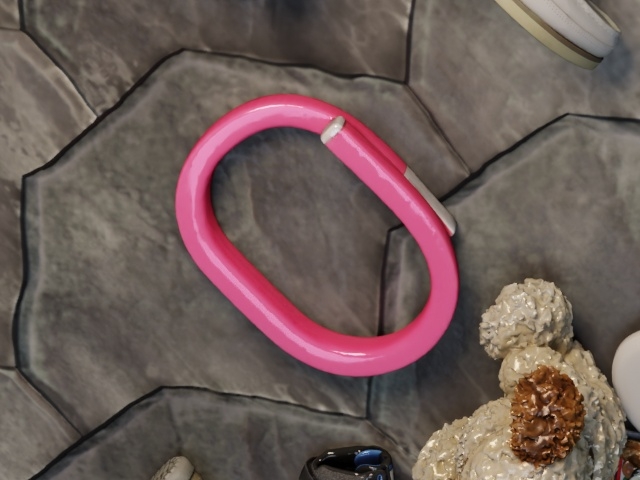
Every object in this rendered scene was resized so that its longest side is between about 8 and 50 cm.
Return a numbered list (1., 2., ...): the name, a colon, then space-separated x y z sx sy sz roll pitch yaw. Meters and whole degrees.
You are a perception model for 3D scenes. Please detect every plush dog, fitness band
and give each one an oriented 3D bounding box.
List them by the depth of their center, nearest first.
1. plush dog: 0.189 0.198 1.327 0.210 0.225 0.262 29 116 14
2. fitness band: 0.000 0.000 1.382 0.209 0.054 0.291 -40 102 22

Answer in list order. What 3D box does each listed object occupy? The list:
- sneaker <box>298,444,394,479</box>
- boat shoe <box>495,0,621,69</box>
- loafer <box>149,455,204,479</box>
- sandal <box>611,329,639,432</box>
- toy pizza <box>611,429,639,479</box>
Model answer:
1. sneaker: 0.079 0.272 1.477 0.217 0.079 0.121 15 116 2
2. boat shoe: 0.152 -0.251 1.192 0.302 0.113 0.103 35 106 -32
3. loafer: -0.190 0.332 1.533 0.087 0.094 0.251 39 113 -5
4. sandal: 0.475 0.158 1.360 0.416 0.102 0.169 11 119 19
5. toy pizza: 0.286 0.277 1.477 0.201 0.032 0.201 3 114 7
